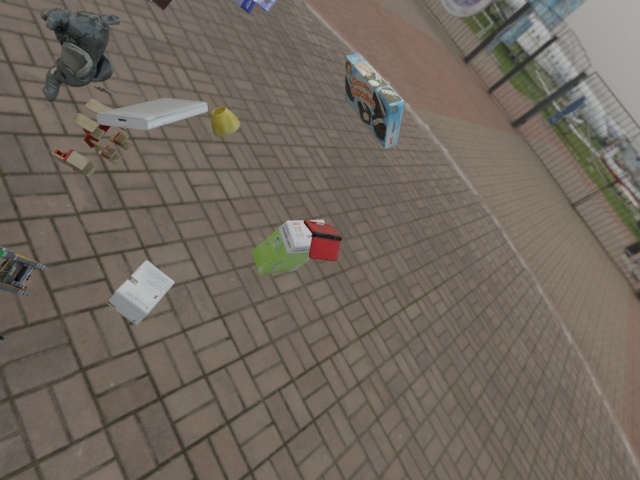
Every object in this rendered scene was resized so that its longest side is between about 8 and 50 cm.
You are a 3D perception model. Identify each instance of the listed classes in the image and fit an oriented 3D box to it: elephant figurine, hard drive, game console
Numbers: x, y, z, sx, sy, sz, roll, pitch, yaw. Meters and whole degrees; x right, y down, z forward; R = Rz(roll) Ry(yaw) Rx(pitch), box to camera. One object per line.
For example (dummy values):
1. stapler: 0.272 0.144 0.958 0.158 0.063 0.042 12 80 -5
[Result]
1. elephant figurine: -0.671 -0.506 1.167 0.186 0.239 0.169 20 26 37
2. hard drive: -0.555 -0.431 1.407 0.203 0.040 0.307 11 30 18
3. game console: 0.000 0.000 1.506 0.144 0.085 0.124 9 32 -44

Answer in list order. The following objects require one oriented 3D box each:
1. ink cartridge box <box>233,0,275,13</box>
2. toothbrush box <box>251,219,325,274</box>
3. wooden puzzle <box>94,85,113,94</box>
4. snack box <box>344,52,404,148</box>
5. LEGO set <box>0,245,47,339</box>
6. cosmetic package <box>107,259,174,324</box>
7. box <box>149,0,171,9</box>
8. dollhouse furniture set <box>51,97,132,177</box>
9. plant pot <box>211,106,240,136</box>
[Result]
1. ink cartridge box: -0.321 -0.957 1.551 0.311 0.065 0.185 30 39 -18
2. toothbrush box: -0.123 0.031 1.753 0.206 0.283 0.122 -4 68 -43
3. wooden puzzle: -0.850 -0.589 1.639 0.049 0.006 0.083 15 0 14
4. snack box: 0.181 -0.501 1.488 0.060 0.187 0.322 -21 56 -12
5. LEGO set: -0.924 0.121 1.124 0.255 0.192 0.331 15 74 8
6. cosmetic package: -0.728 0.213 1.696 0.151 0.151 0.183 41 44 -13
7. box: -0.332 -0.764 0.961 0.191 0.381 0.143 53 16 20
8. dollhouse furniture set: -0.888 -0.389 1.617 0.135 0.262 0.259 30 73 0
9. plant pot: -0.453 -0.561 1.932 0.095 0.134 0.134 69 15 -48
